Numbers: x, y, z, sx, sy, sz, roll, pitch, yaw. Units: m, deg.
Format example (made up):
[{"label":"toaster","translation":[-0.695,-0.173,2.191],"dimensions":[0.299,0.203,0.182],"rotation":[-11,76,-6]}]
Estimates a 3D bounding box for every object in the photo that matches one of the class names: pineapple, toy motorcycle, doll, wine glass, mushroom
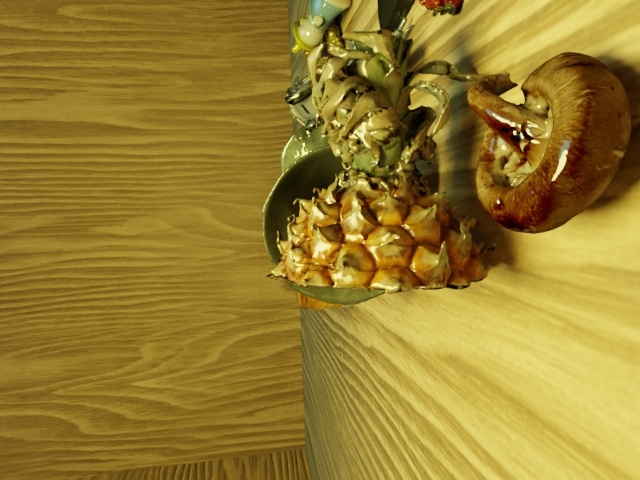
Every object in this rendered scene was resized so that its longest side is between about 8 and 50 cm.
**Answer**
[{"label":"pineapple","translation":[0.064,-0.095,0.457],"dimensions":[0.262,0.263,0.271],"rotation":[-146,54,-79]},{"label":"toy motorcycle","translation":[0.044,-0.275,0.688],"dimensions":[0.263,0.157,0.091],"rotation":[-8,127,47]},{"label":"doll","translation":[-0.002,-0.590,1.061],"dimensions":[0.241,0.099,0.135],"rotation":[-32,61,50]},{"label":"wine glass","translation":[0.021,-0.098,0.776],"dimensions":[0.406,0.267,0.267],"rotation":[-105,15,-64]},{"label":"mushroom","translation":[0.175,-0.086,0.328],"dimensions":[0.135,0.080,0.170],"rotation":[118,151,-49]}]

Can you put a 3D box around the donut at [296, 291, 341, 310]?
[{"label":"donut","translation":[0.000,0.000,1.216],"dimensions":[0.435,0.164,0.377],"rotation":[-122,31,-76]}]

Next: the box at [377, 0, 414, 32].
[{"label":"box","translation":[0.124,-0.473,0.646],"dimensions":[0.212,0.042,0.201],"rotation":[162,103,-81]}]

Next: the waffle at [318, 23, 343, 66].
[{"label":"waffle","translation":[0.033,-0.538,1.173],"dimensions":[0.149,0.051,0.194],"rotation":[104,160,-51]}]

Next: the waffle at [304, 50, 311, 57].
[{"label":"waffle","translation":[-0.004,-0.685,1.225],"dimensions":[0.243,0.059,0.237],"rotation":[-104,26,-72]}]

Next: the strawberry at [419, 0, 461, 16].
[{"label":"strawberry","translation":[0.154,-0.348,0.480],"dimensions":[0.152,0.048,0.104],"rotation":[92,167,-45]}]
